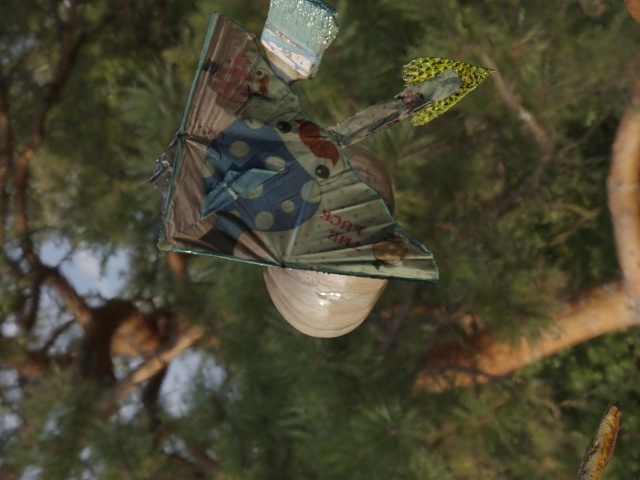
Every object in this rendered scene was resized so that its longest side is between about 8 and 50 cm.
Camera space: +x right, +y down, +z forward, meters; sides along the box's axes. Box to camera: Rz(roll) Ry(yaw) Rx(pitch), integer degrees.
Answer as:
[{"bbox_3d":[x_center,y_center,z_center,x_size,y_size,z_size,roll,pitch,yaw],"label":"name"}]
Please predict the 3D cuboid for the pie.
[{"bbox_3d":[0.345,0.282,1.358,0.092,0.034,0.170,73,-140,-72],"label":"pie"}]

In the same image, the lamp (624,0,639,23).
[{"bbox_3d":[0.510,-0.371,1.574,0.136,0.136,0.136,61,-168,-23],"label":"lamp"}]

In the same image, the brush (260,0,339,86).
[{"bbox_3d":[-0.034,-0.150,0.991,0.070,0.196,0.021,39,-129,12],"label":"brush"}]

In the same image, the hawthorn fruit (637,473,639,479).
[{"bbox_3d":[0.394,0.268,0.857,0.275,0.275,0.300,24,-133,-73],"label":"hawthorn fruit"}]

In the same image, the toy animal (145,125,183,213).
[{"bbox_3d":[-0.248,-0.128,1.856,0.084,0.148,0.233,46,159,3],"label":"toy animal"}]

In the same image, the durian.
[{"bbox_3d":[0.165,-0.205,1.494,0.215,0.100,0.086,165,99,-74],"label":"durian"}]

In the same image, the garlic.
[{"bbox_3d":[0.017,0.002,1.724,0.322,0.241,0.322,161,90,-89],"label":"garlic"}]

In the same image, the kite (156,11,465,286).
[{"bbox_3d":[-0.010,-0.080,0.938,0.335,0.314,0.011,53,164,17],"label":"kite"}]
